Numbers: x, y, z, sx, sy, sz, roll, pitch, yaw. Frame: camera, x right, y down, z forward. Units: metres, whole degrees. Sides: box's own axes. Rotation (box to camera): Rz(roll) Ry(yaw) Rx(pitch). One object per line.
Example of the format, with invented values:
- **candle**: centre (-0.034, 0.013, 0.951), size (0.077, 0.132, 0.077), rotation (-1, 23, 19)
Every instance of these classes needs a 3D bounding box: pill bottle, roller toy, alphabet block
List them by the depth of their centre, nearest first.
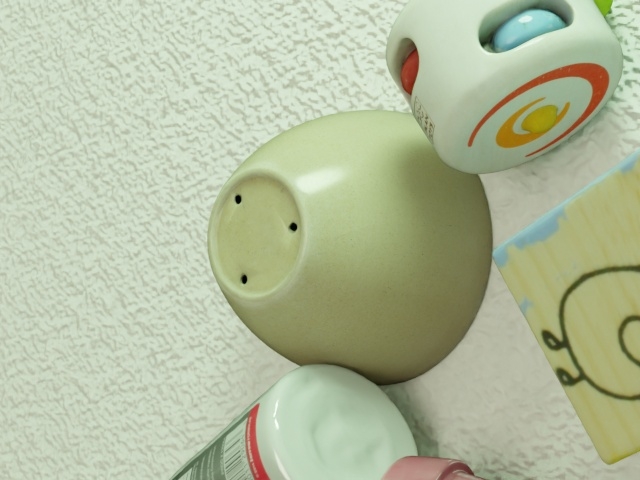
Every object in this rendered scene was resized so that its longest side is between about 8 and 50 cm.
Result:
- **alphabet block**: centre (0.291, 0.034, 1.231), size (0.192, 0.193, 0.197), rotation (-39, 75, 46)
- **roller toy**: centre (0.167, -0.156, 1.396), size (0.209, 0.191, 0.146), rotation (-42, 62, 30)
- **pill bottle**: centre (-0.057, 0.270, 1.549), size (0.318, 0.176, 0.176), rotation (-44, 59, 41)

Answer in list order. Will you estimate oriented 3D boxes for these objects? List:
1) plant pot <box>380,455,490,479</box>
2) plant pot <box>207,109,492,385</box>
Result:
- **plant pot**: centre (0.152, 0.299, 1.382), size (0.180, 0.201, 0.201), rotation (3, 88, 25)
- **plant pot**: centre (0.000, 0.000, 1.528), size (0.284, 0.191, 0.284), rotation (-5, 82, 40)
